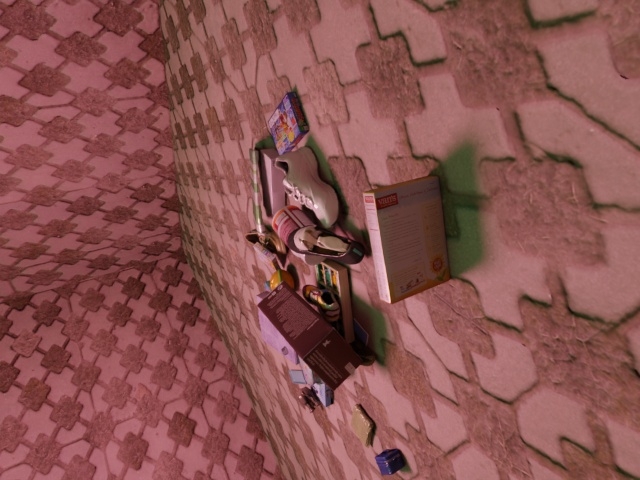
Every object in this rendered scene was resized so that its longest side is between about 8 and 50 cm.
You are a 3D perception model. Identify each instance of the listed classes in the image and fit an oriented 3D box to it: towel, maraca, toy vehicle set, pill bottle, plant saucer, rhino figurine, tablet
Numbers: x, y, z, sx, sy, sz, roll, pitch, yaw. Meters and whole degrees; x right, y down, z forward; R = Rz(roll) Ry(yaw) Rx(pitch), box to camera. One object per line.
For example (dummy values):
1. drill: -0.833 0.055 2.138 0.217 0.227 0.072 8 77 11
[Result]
1. towel: 0.150 0.670 1.535 0.110 0.027 0.148 44 143 46
2. maraca: -0.158 0.180 1.766 0.185 0.100 0.127 101 163 -84
3. toy vehicle set: 0.046 0.196 1.435 0.166 0.035 0.266 26 127 59
4. pill bottle: -0.066 -0.018 1.436 0.221 0.121 0.121 47 144 41
5. towel: -0.250 -0.199 1.673 0.248 0.038 0.324 -128 35 -71
6. plant saucer: -0.106 0.652 2.029 0.192 0.018 0.067 -34 75 62
7. rhino figurine: -0.053 0.698 1.871 0.106 0.073 0.243 42 164 15
8. tablet: 0.129 0.296 1.376 0.083 0.006 0.054 45 143 43

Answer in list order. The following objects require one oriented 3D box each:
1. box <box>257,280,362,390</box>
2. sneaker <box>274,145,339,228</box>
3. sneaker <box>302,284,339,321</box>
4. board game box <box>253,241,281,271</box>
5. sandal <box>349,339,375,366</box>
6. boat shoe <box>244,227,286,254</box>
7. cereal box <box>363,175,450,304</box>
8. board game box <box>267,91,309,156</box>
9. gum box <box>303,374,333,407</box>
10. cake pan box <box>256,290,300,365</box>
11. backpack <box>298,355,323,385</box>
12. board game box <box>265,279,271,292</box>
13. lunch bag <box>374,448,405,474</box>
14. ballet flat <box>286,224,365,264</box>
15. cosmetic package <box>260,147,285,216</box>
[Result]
1. box: -0.046 0.302 1.409 0.191 0.143 0.381 53 167 -31
2. sneaker: -0.044 -0.154 1.305 0.297 0.130 0.111 60 149 22
3. sneaker: 0.003 0.183 1.397 0.186 0.070 0.083 38 137 41
4. board game box: -0.220 0.074 1.768 0.103 0.026 0.154 37 164 18
5. sandal: 0.118 0.377 1.392 0.180 0.072 0.049 12 137 56
6. boat shoe: -0.233 0.008 1.807 0.285 0.090 0.104 18 120 58
7. cereal box: 0.188 -0.005 0.900 0.047 0.173 0.239 13 116 61
8. board game box: -0.111 -0.380 1.404 0.201 0.035 0.136 -25 84 63
9. gum box: -0.013 0.577 1.776 0.184 0.041 0.156 39 139 50
10. cake pan box: -0.172 0.372 1.838 0.246 0.070 0.266 21 126 39
11. backpack: 0.005 0.448 1.557 0.188 0.145 0.165 -41 63 58
12. board game box: -0.208 0.312 1.974 0.160 0.047 0.210 48 144 49
13. lunch bag: 0.223 0.713 1.374 0.065 0.067 0.098 63 151 18
14. ballet flat: 0.000 0.000 1.256 0.281 0.096 0.095 11 75 32
15. cosmetic package: -0.178 -0.217 1.599 0.099 0.061 0.238 44 142 44
